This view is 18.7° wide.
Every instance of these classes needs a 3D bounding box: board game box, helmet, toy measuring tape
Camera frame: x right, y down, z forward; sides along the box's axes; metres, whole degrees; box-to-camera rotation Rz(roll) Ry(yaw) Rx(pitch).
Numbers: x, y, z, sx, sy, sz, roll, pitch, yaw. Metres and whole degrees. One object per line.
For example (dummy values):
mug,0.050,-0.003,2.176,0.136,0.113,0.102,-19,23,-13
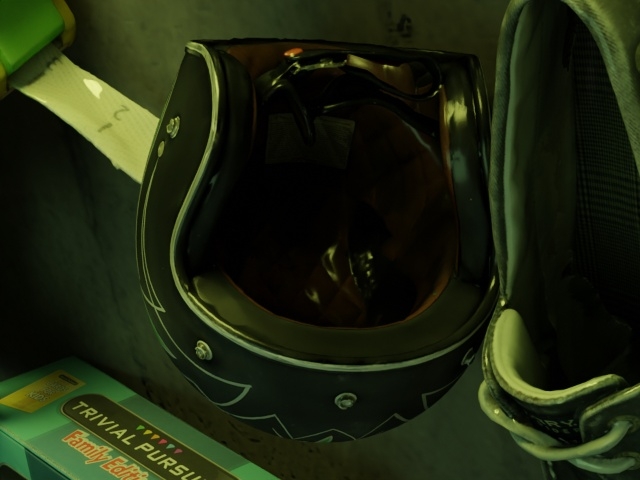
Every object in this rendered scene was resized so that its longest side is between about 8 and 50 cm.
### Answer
board game box,-0.079,0.261,1.064,0.254,0.079,0.336,24,126,49
helmet,0.000,0.000,0.805,0.169,0.169,0.161,10,101,41
toy measuring tape,-0.143,-0.123,0.924,0.330,0.121,0.121,34,135,13

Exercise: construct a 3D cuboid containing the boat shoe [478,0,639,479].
boat shoe,0.110,0.036,0.750,0.121,0.119,0.335,15,121,45
